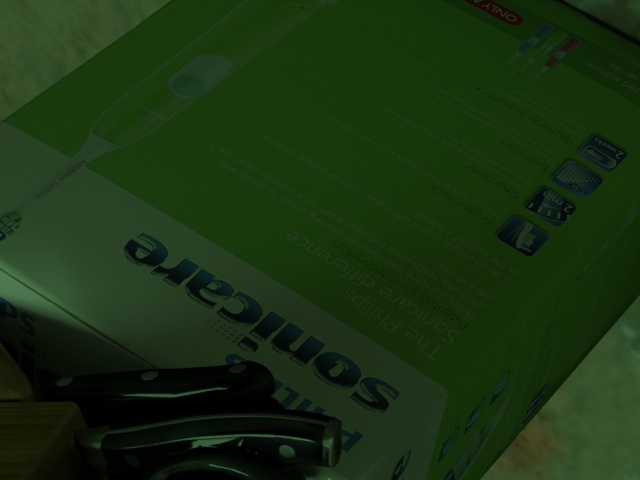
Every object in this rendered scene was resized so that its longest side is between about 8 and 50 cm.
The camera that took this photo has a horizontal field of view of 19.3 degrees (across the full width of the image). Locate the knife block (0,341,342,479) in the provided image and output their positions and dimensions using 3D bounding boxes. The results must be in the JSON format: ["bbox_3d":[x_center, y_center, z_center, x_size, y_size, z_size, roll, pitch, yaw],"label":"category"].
[{"bbox_3d":[-0.124,0.121,0.574,0.242,0.275,0.088,40,150,58],"label":"knife block"}]

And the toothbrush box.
[{"bbox_3d":[0.000,0.000,0.765,0.206,0.283,0.122,30,136,19],"label":"toothbrush box"}]
